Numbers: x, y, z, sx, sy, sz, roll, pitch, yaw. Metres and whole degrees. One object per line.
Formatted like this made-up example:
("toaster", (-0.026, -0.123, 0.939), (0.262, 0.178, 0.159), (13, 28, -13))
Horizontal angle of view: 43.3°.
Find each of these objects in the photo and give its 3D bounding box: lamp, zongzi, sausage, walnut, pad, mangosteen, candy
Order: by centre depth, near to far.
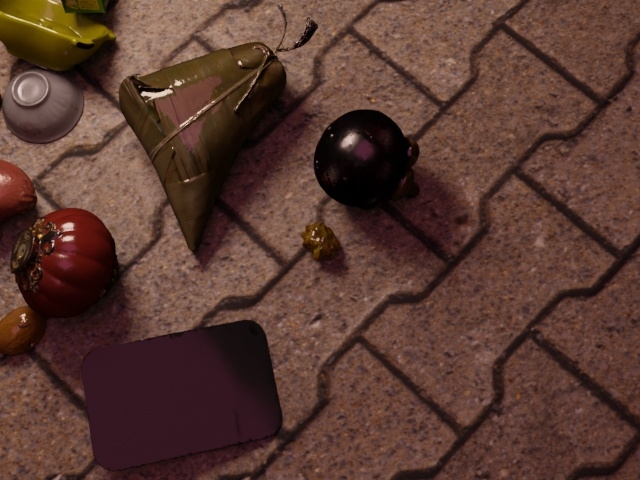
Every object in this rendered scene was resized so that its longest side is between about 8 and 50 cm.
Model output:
("lamp", (-0.506, 0.047, 1.620), (0.226, 0.227, 0.227), (0, 74, 2))
("pad", (-0.271, 0.342, 1.621), (0.375, 0.063, 0.315), (-9, 73, -11))
("walnut", (-0.627, 0.182, 1.661), (0.091, 0.052, 0.121), (42, 78, 15))
("mangosteen", (0.110, -0.156, 1.668), (0.249, 0.211, 0.212), (28, 75, -22))
("sausage", (-0.730, -0.089, 1.695), (0.254, 0.148, 0.148), (-19, 75, -10))
("zongzi", (-0.164, -0.235, 1.717), (0.446, 0.181, 0.419), (-22, 90, -8))
("candy", (-0.525, -0.600, 1.837), (0.097, 0.062, 0.195), (-1, 53, 2))

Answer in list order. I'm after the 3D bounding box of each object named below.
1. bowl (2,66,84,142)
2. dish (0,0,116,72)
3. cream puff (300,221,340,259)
("bowl", (-0.627, -0.319, 1.783), (0.188, 0.086, 0.189), (0, 74, 1))
("dish", (-0.606, -0.451, 1.790), (0.262, 0.221, 0.108), (23, 116, 0))
("cream puff", (0.000, 0.000, 1.687), (0.083, 0.058, 0.083), (-4, 73, -1))
